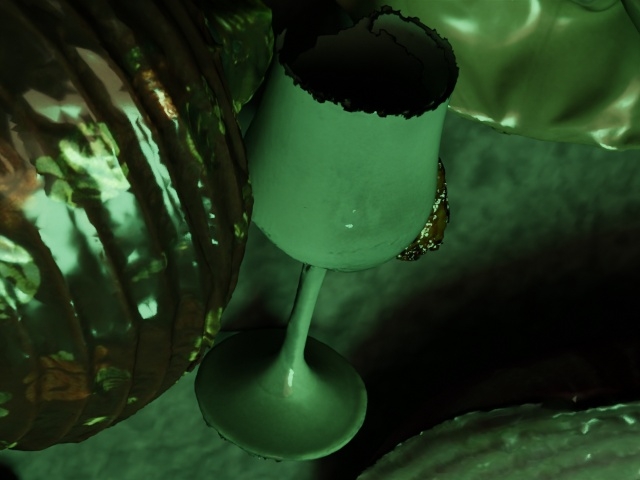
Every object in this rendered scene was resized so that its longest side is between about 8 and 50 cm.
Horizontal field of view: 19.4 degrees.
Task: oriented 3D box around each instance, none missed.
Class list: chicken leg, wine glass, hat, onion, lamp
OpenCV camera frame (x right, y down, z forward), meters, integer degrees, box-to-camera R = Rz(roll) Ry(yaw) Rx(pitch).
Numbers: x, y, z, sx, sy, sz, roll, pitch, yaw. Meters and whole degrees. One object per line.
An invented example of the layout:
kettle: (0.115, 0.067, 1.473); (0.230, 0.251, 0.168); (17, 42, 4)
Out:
chicken leg: (0.036, -0.026, 0.805); (0.036, 0.021, 0.083); (-15, 124, 2)
wine glass: (0.000, 0.000, 0.745); (0.079, 0.079, 0.195); (-2, 136, -18)
hat: (0.103, -0.140, 0.738); (0.166, 0.144, 0.173); (22, 72, -1)
onion: (0.132, 0.121, 0.886); (0.248, 0.111, 0.250); (-5, 136, 11)
lamp: (-0.125, -0.038, 0.626); (0.247, 0.247, 0.247); (-9, 123, -14)
